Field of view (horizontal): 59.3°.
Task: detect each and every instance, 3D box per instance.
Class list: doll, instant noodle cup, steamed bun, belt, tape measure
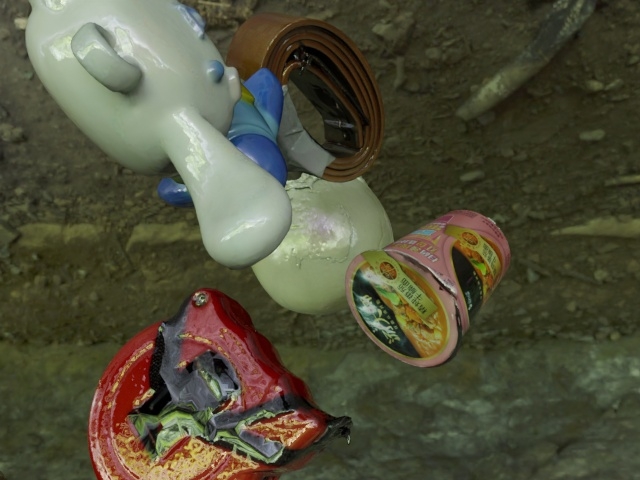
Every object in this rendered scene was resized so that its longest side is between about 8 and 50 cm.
[{"bbox_3d":[-0.139,-0.146,0.567,0.187,0.376,0.365,-19,179,4],"label":"doll"},{"bbox_3d":[0.211,0.064,1.016,0.255,0.244,0.244,-34,180,-37],"label":"instant noodle cup"},{"bbox_3d":[0.000,0.000,1.261,0.333,0.312,0.233,-32,157,-1],"label":"steamed bun"},{"bbox_3d":[-0.018,-0.191,0.791,0.105,0.184,0.261,30,174,44],"label":"belt"},{"bbox_3d":[-0.133,0.203,0.645,0.260,0.253,0.114,-41,154,-5],"label":"tape measure"}]

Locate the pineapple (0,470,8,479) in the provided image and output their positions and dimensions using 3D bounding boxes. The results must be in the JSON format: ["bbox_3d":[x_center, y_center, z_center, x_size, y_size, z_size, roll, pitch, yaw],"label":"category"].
[{"bbox_3d":[-0.384,0.393,0.640,0.157,0.279,0.158,-32,-178,1],"label":"pineapple"}]
